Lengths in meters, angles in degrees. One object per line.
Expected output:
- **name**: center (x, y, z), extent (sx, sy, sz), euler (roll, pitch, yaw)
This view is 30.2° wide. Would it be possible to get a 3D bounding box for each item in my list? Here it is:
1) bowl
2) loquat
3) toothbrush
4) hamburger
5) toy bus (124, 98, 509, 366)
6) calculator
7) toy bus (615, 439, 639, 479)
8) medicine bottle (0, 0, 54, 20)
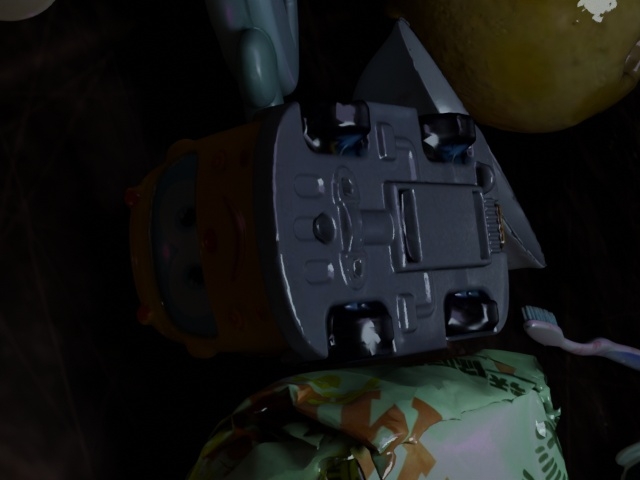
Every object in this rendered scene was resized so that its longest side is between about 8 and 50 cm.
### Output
- **bowl**: center (0.065, -0.045, 0.782), extent (0.189, 0.086, 0.189), euler (55, 14, -22)
- **loquat**: center (0.157, -0.206, 0.940), extent (0.244, 0.244, 0.243), euler (35, 40, -36)
- **toothbrush**: center (0.244, 0.095, 1.007), extent (0.269, 0.021, 0.027), euler (23, 54, -46)
- **hamburger**: center (0.027, 0.166, 0.542), extent (0.214, 0.125, 0.235), euler (-9, 104, -44)
- **toy bus**: center (0.000, 0.000, 0.617), extent (0.209, 0.136, 0.126), euler (-2, 85, -55)
- **calculator**: center (-0.042, -0.196, 0.723), extent (0.185, 0.041, 0.298), euler (73, 15, -66)
- **toy bus**: center (0.341, 0.220, 0.934), extent (0.276, 0.134, 0.164), euler (16, 55, -46)
- **medicine bottle**: center (-0.136, -0.212, 0.615), extent (0.114, 0.114, 0.252), euler (41, 37, -29)
